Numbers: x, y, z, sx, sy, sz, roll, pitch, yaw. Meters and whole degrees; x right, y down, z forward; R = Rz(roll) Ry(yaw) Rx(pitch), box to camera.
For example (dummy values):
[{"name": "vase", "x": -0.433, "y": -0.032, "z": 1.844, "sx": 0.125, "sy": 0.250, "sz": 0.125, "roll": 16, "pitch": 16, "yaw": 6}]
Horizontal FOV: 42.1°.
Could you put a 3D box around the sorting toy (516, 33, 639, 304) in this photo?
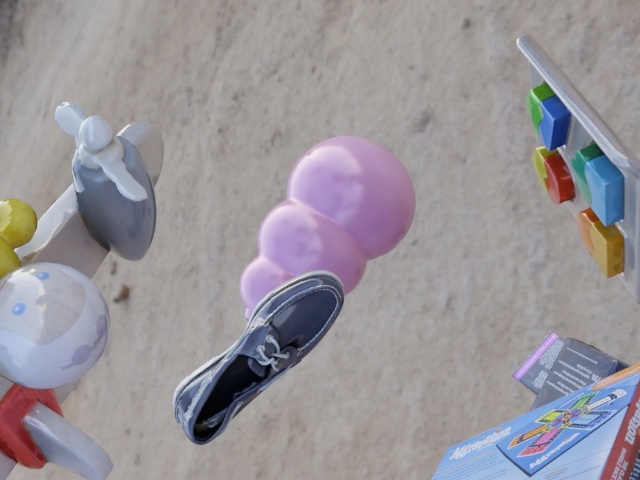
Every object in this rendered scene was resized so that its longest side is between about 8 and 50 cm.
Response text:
[{"name": "sorting toy", "x": 0.232, "y": -0.059, "z": 0.747, "sx": 0.038, "sy": 0.208, "sz": 0.193, "roll": -26, "pitch": 48, "yaw": 4}]

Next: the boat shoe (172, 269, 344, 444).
[{"name": "boat shoe", "x": -0.052, "y": 0.114, "z": 0.779, "sx": 0.206, "sy": 0.075, "sz": 0.065, "roll": -42, "pitch": 25, "yaw": 4}]

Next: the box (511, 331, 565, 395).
[{"name": "box", "x": 0.443, "y": 0.248, "z": 1.539, "sx": 0.116, "sy": 0.029, "sz": 0.162, "roll": -47, "pitch": 27, "yaw": -3}]

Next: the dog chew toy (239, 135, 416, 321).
[{"name": "dog chew toy", "x": 0.000, "y": 0.000, "z": 1.288, "sx": 0.331, "sy": 0.206, "sz": 0.207, "roll": -53, "pitch": 31, "yaw": -12}]

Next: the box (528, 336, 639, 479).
[{"name": "box", "x": 0.348, "y": 0.250, "z": 1.082, "sx": 0.207, "sy": 0.108, "sz": 0.153, "roll": -63, "pitch": 8, "yaw": 2}]

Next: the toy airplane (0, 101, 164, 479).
[{"name": "toy airplane", "x": -0.257, "y": 0.076, "z": 0.626, "sx": 0.273, "sy": 0.384, "sz": 0.386, "roll": 2, "pitch": 90, "yaw": 33}]

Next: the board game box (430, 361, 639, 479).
[{"name": "board game box", "x": 0.178, "y": 0.210, "z": 0.754, "sx": 0.145, "sy": 0.027, "sz": 0.281, "roll": -49, "pitch": 4, "yaw": -41}]
